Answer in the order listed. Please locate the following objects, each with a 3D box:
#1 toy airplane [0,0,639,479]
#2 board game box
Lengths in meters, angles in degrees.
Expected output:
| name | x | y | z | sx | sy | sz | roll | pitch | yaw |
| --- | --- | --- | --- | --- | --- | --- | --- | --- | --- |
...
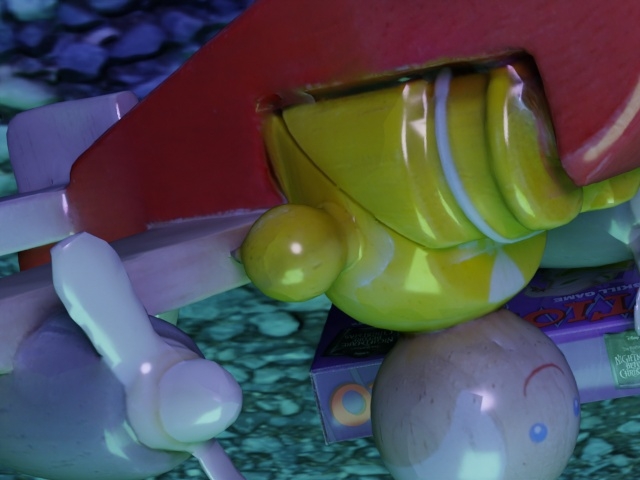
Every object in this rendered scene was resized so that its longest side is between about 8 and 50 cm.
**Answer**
| name | x | y | z | sx | sy | sz | roll | pitch | yaw |
| --- | --- | --- | --- | --- | --- | --- | --- | --- | --- |
| toy airplane | 0.000 | 0.000 | 0.751 | 0.386 | 0.272 | 0.384 | -28 | 173 | -4 |
| board game box | 0.177 | 0.019 | 0.932 | 0.347 | 0.208 | 0.056 | -10 | 111 | 10 |
